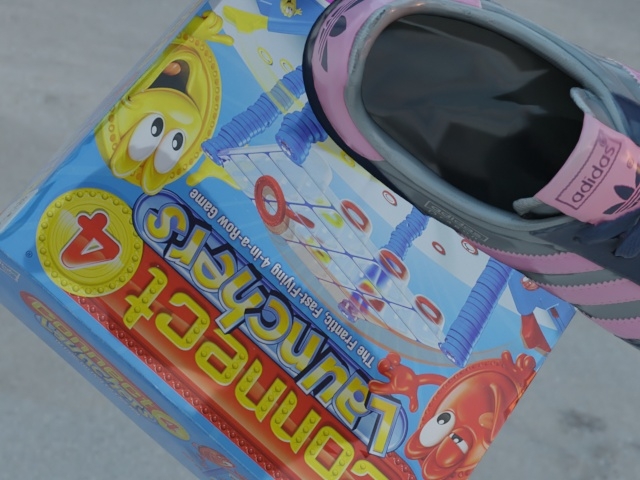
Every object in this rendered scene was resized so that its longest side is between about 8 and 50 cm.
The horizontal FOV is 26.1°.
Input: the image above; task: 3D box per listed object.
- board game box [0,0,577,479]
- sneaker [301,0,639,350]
[{"bbox_3d":[0.000,0.000,0.840,0.308,0.302,0.086,43,-25,-14],"label":"board game box"},{"bbox_3d":[0.133,-0.011,0.585,0.319,0.112,0.131,25,6,2],"label":"sneaker"}]
